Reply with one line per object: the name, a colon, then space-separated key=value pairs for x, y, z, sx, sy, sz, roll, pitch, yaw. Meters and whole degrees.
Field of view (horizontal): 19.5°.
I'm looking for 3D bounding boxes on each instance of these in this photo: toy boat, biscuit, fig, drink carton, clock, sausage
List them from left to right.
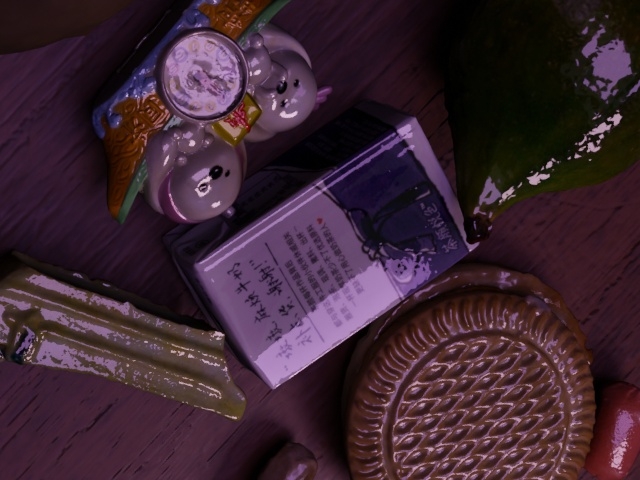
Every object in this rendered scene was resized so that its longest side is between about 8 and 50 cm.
toy boat: x=-0.184 y=0.070 z=1.469 sx=0.276 sy=0.111 sz=0.084 roll=17 pitch=91 yaw=-22
clock: x=-0.089 y=-0.105 z=1.470 sx=0.144 sy=0.103 sz=0.231 roll=42 pitch=84 yaw=-17
drink carton: x=0.000 y=0.001 z=1.535 sx=0.222 sy=0.102 sz=0.134 roll=-35 pitch=115 yaw=-12
biscuit: x=0.132 y=0.147 z=1.637 sx=0.259 sy=0.079 sz=0.259 roll=-5 pitch=105 yaw=-20
fig: x=0.168 y=-0.111 z=1.518 sx=0.235 sy=0.203 sz=0.203 roll=-46 pitch=115 yaw=-17
sausage: x=0.271 y=0.174 z=1.711 sx=0.054 sy=0.059 sz=0.094 roll=18 pitch=98 yaw=-4

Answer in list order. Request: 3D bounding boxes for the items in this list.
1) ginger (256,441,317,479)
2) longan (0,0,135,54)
ginger: x=-0.013 y=0.351 z=1.627 sx=0.166 sy=0.080 sz=0.333 roll=-32 pitch=117 yaw=-20
longan: x=-0.237 y=-0.311 z=1.207 sx=0.391 sy=0.391 sz=0.391 roll=-6 pitch=105 yaw=-21
